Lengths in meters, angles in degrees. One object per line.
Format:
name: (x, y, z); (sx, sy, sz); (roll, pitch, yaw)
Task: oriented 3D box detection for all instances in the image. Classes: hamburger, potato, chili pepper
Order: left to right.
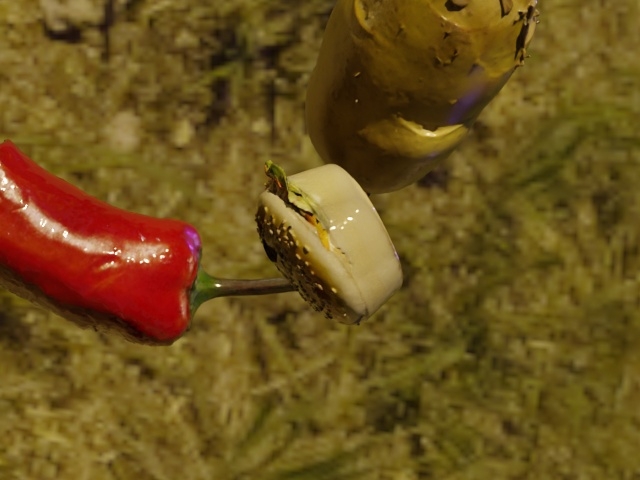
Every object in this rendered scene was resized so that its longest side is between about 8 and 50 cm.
chili pepper: (-0.174, 0.035, 1.653); (0.134, 0.338, 0.131); (118, -4, -55)
hamburger: (0.000, 0.000, 1.347); (0.081, 0.126, 0.141); (-29, 117, -13)
potato: (0.084, -0.171, 1.511); (0.140, 0.300, 0.173); (-1, 53, -30)
